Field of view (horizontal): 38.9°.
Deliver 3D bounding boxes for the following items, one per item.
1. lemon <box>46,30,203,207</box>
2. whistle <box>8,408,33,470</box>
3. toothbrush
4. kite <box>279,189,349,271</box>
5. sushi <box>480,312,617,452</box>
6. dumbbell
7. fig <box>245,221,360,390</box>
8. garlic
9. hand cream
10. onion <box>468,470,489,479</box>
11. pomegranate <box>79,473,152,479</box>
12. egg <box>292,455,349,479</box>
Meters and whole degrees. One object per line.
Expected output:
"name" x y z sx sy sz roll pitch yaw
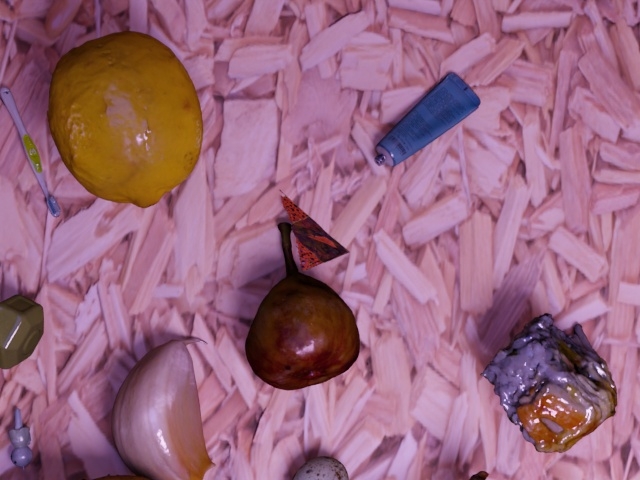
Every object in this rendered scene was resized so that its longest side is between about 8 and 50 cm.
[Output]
"lemon" -0.319 -0.200 1.492 0.260 0.260 0.284 5 76 2
"whistle" -0.491 0.326 1.483 0.035 0.035 0.100 -10 76 -2
"toothbrush" -0.512 -0.157 1.598 0.022 0.026 0.263 -18 74 -36
"kite" -0.001 0.001 1.532 0.125 0.222 0.008 20 121 -27
"sushi" 0.362 0.219 1.416 0.139 0.274 0.184 -45 76 19
"dumbbell" -0.604 0.102 1.496 0.302 0.121 0.108 26 108 7
"fig" -0.018 0.100 1.468 0.190 0.190 0.290 13 61 3
"garlic" -0.251 0.276 1.458 0.164 0.145 0.245 5 74 -31
"hand cream" 0.179 -0.206 1.596 0.224 0.048 0.083 -39 80 -14
"onion" 0.196 0.520 1.280 0.348 0.348 0.385 16 80 4
"pomegranate" -0.317 0.477 1.334 0.281 0.281 0.281 0 77 1
"egg" -0.005 0.392 1.438 0.110 0.085 0.085 -43 80 8
